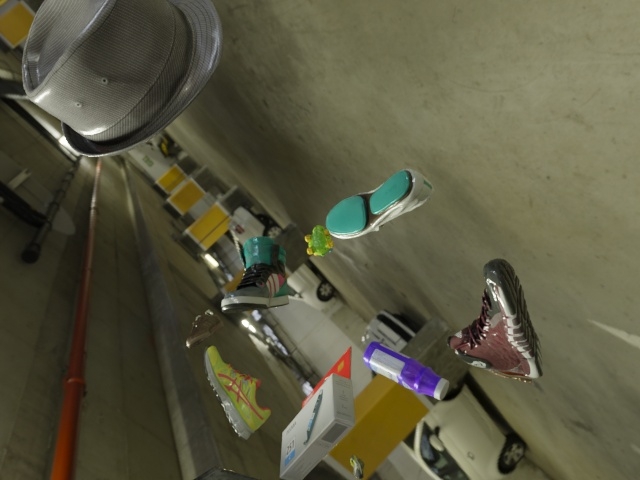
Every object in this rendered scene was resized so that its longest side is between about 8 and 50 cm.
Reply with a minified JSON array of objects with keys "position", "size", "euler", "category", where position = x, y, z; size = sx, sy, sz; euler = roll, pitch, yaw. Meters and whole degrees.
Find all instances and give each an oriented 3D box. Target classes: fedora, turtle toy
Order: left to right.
[{"position":[-0.271,-0.239,0.586],"size":[0.124,0.275,0.244],"euler":[29,-138,-58],"category":"fedora"},{"position":[0.000,0.000,1.600],"size":[0.066,0.095,0.130],"euler":[57,-161,-57],"category":"turtle toy"}]

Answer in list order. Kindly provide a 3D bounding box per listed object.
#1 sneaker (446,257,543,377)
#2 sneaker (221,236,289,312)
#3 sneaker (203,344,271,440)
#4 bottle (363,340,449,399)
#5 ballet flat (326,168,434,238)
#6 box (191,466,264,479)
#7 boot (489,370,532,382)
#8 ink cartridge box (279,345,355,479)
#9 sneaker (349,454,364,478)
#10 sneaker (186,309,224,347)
[{"position":[0.304,0.161,0.871],"size":[0.162,0.106,0.281],"euler":[-12,121,31],"category":"sneaker"},{"position":[-0.155,0.078,1.127],"size":[0.295,0.123,0.178],"euler":[16,-114,-76],"category":"sneaker"},{"position":[-0.178,0.310,0.995],"size":[0.208,0.094,0.081],"euler":[59,164,5],"category":"sneaker"},{"position":[0.281,0.432,1.537],"size":[0.282,0.092,0.118],"euler":[21,158,34],"category":"bottle"},{"position":[0.174,-0.089,1.379],"size":[0.139,0.139,0.400],"euler":[47,142,-12],"category":"ballet flat"},{"position":[-0.263,0.763,1.163],"size":[0.395,0.293,0.212],"euler":[-16,88,46],"category":"box"},{"position":[0.590,0.388,1.451],"size":[0.157,0.085,0.059],"euler":[12,174,-13],"category":"boot"},{"position":[-0.011,0.458,1.258],"size":[0.066,0.296,0.261],"euler":[25,-150,-15],"category":"ink cartridge box"},{"position":[0.108,0.619,1.271],"size":[0.035,0.031,0.083],"euler":[21,-172,-14],"category":"sneaker"},{"position":[-0.350,0.255,1.354],"size":[0.071,0.066,0.188],"euler":[52,-169,3],"category":"sneaker"}]
